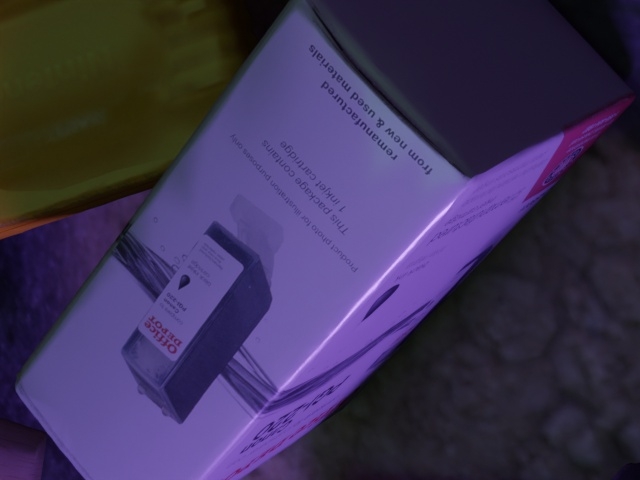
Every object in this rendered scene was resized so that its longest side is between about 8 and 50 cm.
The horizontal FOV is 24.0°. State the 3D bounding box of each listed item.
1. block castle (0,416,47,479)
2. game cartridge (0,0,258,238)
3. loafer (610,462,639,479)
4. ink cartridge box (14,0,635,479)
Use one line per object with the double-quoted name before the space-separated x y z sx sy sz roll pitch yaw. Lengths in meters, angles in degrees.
"block castle" -0.386 0.173 0.777 0.453 0.213 0.303 8 77 35
"game cartridge" -0.192 -0.153 0.656 0.285 0.053 0.323 -18 85 14
"loafer" 0.106 0.132 0.601 0.302 0.109 0.095 -15 91 38
"ink cartridge box" 0.000 0.000 0.592 0.092 0.158 0.218 49 124 10
